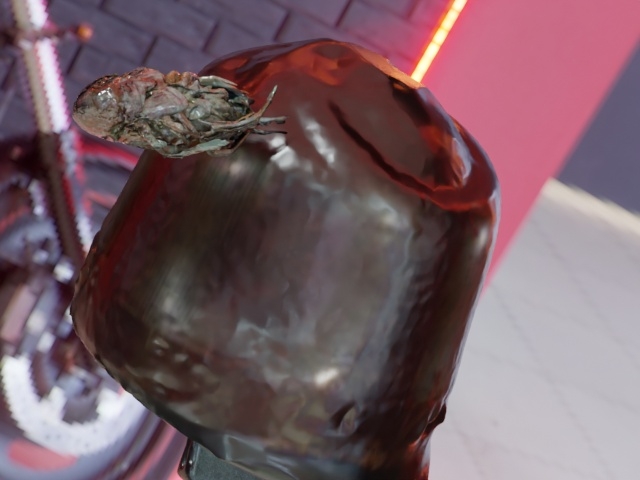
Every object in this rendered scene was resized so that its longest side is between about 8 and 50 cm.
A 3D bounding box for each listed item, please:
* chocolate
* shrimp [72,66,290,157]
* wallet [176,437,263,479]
[{"bbox_3d":[0.000,0.000,1.552,0.383,0.331,0.383,29,11,-6],"label":"chocolate"},{"bbox_3d":[-0.099,-0.096,1.324,0.190,0.073,0.075,9,72,-35],"label":"shrimp"},{"bbox_3d":[-0.054,0.113,2.068,0.190,0.379,0.046,15,-5,-38],"label":"wallet"}]
